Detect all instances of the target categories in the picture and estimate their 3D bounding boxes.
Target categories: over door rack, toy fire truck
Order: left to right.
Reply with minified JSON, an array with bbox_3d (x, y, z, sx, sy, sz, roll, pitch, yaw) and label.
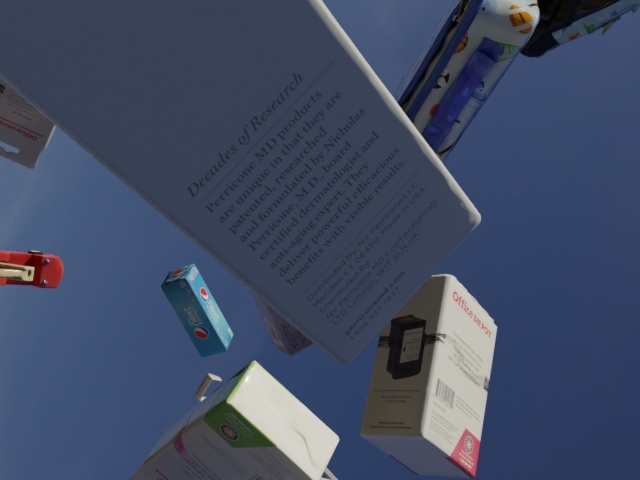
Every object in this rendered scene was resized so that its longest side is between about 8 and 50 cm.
[{"bbox_3d":[-0.401,0.036,1.176,0.135,0.192,0.047,7,-90,52],"label":"toy fire truck"},{"bbox_3d":[-0.109,0.423,1.899,0.108,0.324,0.239,-49,-134,-2],"label":"over door rack"}]

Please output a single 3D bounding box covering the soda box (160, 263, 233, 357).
[{"bbox_3d":[-0.282,0.163,2.172,0.071,0.210,0.067,-17,-156,20],"label":"soda box"}]

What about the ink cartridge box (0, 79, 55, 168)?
[{"bbox_3d":[-0.468,-0.218,1.515,0.180,0.104,0.060,-62,-165,11],"label":"ink cartridge box"}]

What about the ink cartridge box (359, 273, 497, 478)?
[{"bbox_3d":[0.157,0.190,1.323,0.100,0.172,0.237,-6,-123,34],"label":"ink cartridge box"}]

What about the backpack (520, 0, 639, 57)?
[{"bbox_3d":[0.459,-0.490,1.511,0.355,0.273,0.290,-27,-99,37],"label":"backpack"}]

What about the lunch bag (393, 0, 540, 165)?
[{"bbox_3d":[0.186,-0.233,1.290,0.303,0.114,0.243,-60,-177,30],"label":"lunch bag"}]

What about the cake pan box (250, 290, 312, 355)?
[{"bbox_3d":[0.000,0.000,1.406,0.245,0.267,0.070,-27,-160,-18],"label":"cake pan box"}]

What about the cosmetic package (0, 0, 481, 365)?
[{"bbox_3d":[-0.100,-0.122,0.625,0.161,0.453,0.230,-47,-136,-3],"label":"cosmetic package"}]

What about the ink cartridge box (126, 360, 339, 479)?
[{"bbox_3d":[-0.164,0.381,1.622,0.353,0.207,0.119,-40,-170,36],"label":"ink cartridge box"}]
